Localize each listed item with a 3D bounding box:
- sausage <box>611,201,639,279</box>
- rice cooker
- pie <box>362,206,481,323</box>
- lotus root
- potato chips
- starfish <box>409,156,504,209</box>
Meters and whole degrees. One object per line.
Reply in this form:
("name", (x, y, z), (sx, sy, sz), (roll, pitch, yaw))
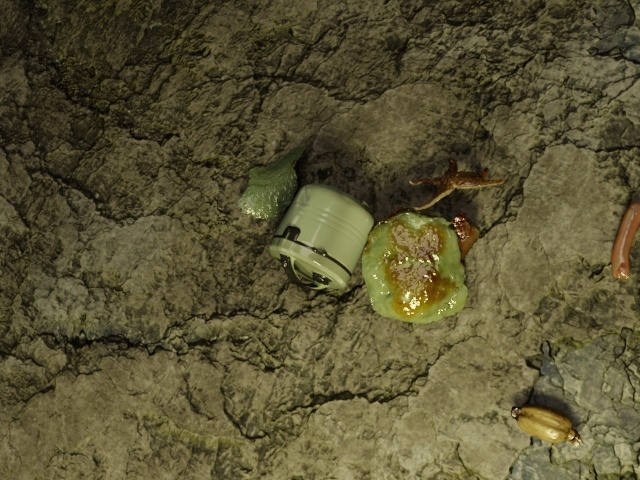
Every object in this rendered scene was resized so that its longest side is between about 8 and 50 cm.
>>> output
("sausage", (0.673, -0.001, 1.354), (0.047, 0.040, 0.177), (18, 80, 16))
("rice cooker", (0.000, 0.000, 1.486), (0.226, 0.226, 0.244), (18, 74, 23))
("pie", (0.225, 0.054, 1.438), (0.257, 0.105, 0.275), (12, 87, 4))
("lotus root", (0.474, 0.384, 1.289), (0.151, 0.063, 0.072), (21, 54, 30))
("potato chips", (-0.122, -0.166, 1.670), (0.167, 0.059, 0.228), (11, 77, 31))
("starfish", (0.312, -0.136, 1.459), (0.238, 0.057, 0.213), (-33, 31, -35))
